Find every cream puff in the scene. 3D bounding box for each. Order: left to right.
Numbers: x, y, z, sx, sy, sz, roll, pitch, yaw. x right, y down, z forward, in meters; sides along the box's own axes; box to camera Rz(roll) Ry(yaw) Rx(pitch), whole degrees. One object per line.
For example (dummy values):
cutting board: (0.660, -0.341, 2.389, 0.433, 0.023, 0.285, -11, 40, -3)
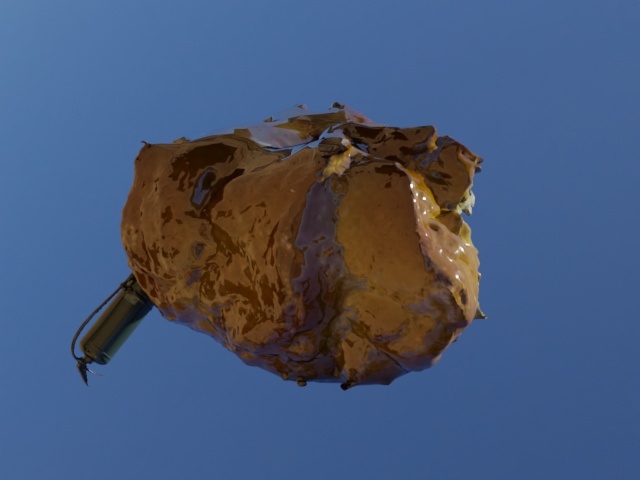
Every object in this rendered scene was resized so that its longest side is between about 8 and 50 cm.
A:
cream puff: (0.000, 0.000, 0.803, 0.269, 0.241, 0.154, 16, -65, 51)

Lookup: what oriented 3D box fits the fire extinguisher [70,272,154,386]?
fire extinguisher: (-0.141, 0.057, 0.856, 0.083, 0.038, 0.025, -53, -144, -11)
